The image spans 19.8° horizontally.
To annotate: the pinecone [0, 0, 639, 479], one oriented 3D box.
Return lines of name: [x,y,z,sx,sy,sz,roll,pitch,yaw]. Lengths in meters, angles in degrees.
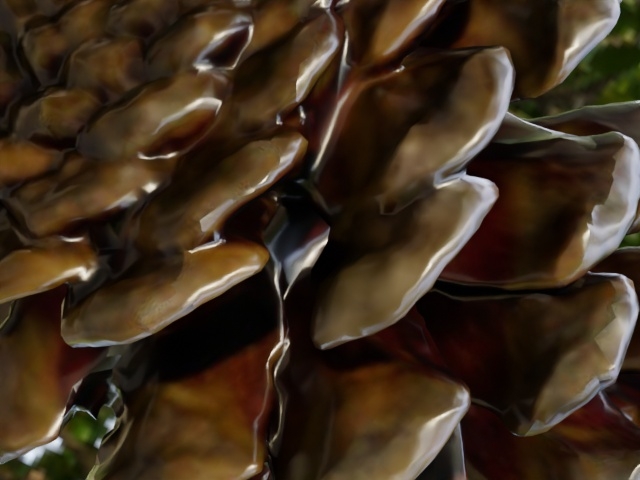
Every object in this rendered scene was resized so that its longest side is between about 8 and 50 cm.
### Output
pinecone: [0.000,0.000,0.543,0.244,0.309,0.244,-27,-151,17]
